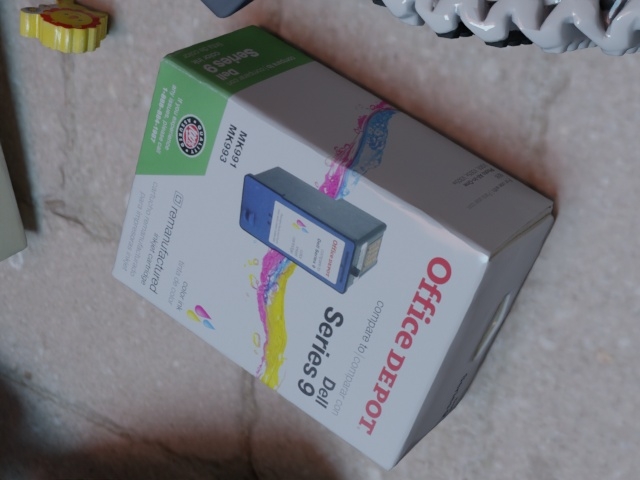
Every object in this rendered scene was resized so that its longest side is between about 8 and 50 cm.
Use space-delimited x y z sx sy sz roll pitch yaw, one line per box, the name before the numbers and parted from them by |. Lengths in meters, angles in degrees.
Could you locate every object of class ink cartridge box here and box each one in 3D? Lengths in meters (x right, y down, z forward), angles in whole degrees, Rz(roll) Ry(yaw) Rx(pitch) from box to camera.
ink cartridge box | 0.000 0.000 0.623 0.212 0.093 0.154 33 125 18

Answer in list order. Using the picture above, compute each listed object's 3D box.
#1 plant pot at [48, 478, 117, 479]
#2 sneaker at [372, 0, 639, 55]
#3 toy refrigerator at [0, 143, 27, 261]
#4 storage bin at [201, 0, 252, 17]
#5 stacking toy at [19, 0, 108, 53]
plant pot | -0.148 0.272 0.772 0.274 0.256 0.256 12 118 51
sneaker | 0.141 -0.133 0.466 0.292 0.110 0.118 11 108 23
toy refrigerator | -0.295 -0.105 0.754 0.102 0.094 0.269 20 128 39
storage bin | -0.035 -0.178 0.552 0.091 0.135 0.098 48 130 -6
stacking toy | -0.219 -0.230 0.705 0.221 0.052 0.167 25 122 25
